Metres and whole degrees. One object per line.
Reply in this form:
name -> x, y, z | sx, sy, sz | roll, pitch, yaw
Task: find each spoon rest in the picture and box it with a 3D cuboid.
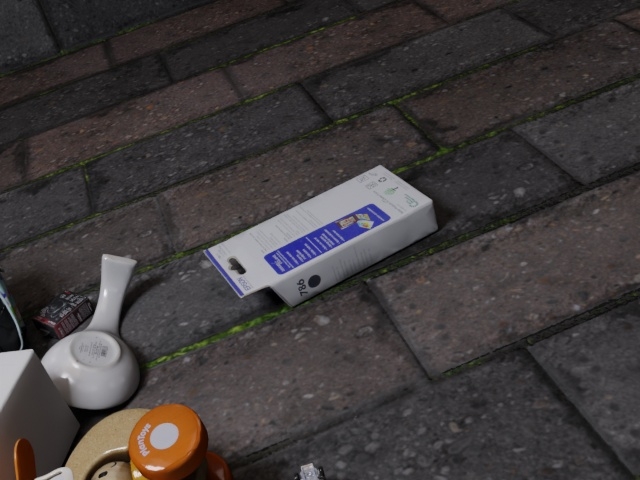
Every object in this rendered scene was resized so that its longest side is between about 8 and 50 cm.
spoon rest -> -0.319, 0.140, 1.266 | 0.137, 0.084, 0.276 | 13, 38, -9

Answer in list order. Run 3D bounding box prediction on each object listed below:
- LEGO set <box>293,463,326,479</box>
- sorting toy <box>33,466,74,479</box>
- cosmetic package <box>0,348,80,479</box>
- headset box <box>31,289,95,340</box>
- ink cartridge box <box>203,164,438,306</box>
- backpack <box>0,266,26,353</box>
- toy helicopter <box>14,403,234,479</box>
LEGO set -> 0.012, 0.335, 0.897 | 0.182, 0.060, 0.244 | 21, 51, 29
sorting toy -> -0.286, 0.273, 0.903 | 0.083, 0.045, 0.075 | -26, 34, 8
cosmetic package -> -0.453, 0.312, 1.016 | 0.197, 0.155, 0.365 | -9, 36, 14
headset box -> -0.411, 0.120, 1.380 | 0.062, 0.032, 0.083 | 12, 44, 37
ink cartridge box -> 0.000, 0.000, 1.345 | 0.332, 0.065, 0.165 | -25, 35, -15
backpack -> -0.583, 0.094, 1.300 | 0.225, 0.253, 0.191 | -28, 15, -14
toy helicopter -> -0.251, 0.338, 0.920 | 0.235, 0.140, 0.355 | 3, 51, 17
